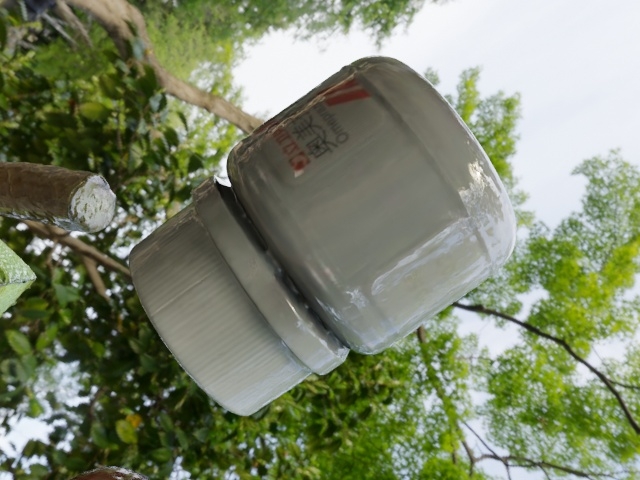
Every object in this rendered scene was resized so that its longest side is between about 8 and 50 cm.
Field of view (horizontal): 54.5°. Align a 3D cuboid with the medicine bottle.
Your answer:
[{"bbox_3d":[0.000,0.000,0.600,0.306,0.245,0.245,-36,-150,1],"label":"medicine bottle"}]

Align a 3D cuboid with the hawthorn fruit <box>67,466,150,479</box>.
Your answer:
[{"bbox_3d":[-0.150,0.213,0.356,0.149,0.189,0.149,-3,-95,40],"label":"hawthorn fruit"}]

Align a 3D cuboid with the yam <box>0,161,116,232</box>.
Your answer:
[{"bbox_3d":[-0.402,-0.068,0.765,0.357,0.081,0.081,11,-118,27],"label":"yam"}]

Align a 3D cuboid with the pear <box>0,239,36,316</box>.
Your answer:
[{"bbox_3d":[-0.627,0.039,0.978,0.159,0.292,0.292,-40,-150,-1],"label":"pear"}]
